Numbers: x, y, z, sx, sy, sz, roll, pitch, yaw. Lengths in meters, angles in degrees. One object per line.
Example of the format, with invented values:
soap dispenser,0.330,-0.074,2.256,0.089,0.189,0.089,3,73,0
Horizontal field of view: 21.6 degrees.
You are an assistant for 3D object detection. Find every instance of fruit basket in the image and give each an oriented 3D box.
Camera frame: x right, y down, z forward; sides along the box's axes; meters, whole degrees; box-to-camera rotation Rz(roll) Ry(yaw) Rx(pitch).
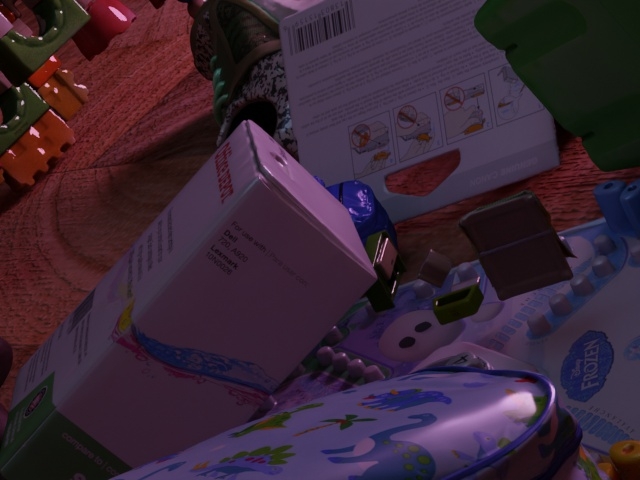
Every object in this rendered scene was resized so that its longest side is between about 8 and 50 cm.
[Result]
fruit basket,0.350,-0.242,1.268,0.392,0.283,0.392,-41,11,10

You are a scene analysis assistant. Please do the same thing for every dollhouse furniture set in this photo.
dollhouse furniture set,0.105,0.007,1.189,0.152,0.076,0.058,-20,24,23

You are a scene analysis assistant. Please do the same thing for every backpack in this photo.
backpack,0.000,0.000,1.415,0.120,0.101,0.098,-20,32,12
backpack,-0.007,0.197,0.821,0.355,0.273,0.290,1,-7,-23

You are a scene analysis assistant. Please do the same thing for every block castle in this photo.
block castle,-0.349,-0.185,1.948,0.453,0.213,0.303,-50,15,-29

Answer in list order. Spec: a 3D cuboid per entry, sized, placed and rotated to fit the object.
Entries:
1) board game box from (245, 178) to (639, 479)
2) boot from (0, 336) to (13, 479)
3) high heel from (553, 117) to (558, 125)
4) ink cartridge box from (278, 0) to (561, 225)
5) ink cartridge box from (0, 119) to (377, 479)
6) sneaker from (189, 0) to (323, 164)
board game box,0.082,0.107,1.172,0.390,0.050,0.390,-19,26,21
boot,-0.251,0.175,1.342,0.207,0.090,0.248,15,36,15
high heel,0.148,-0.159,1.575,0.261,0.093,0.186,-2,38,42
ink cartridge box,0.096,-0.132,1.500,0.275,0.060,0.239,-20,70,34
ink cartridge box,-0.098,0.064,1.225,0.278,0.117,0.201,-48,14,8
sneaker,-0.071,-0.164,1.781,0.182,0.158,0.410,-49,24,-12
